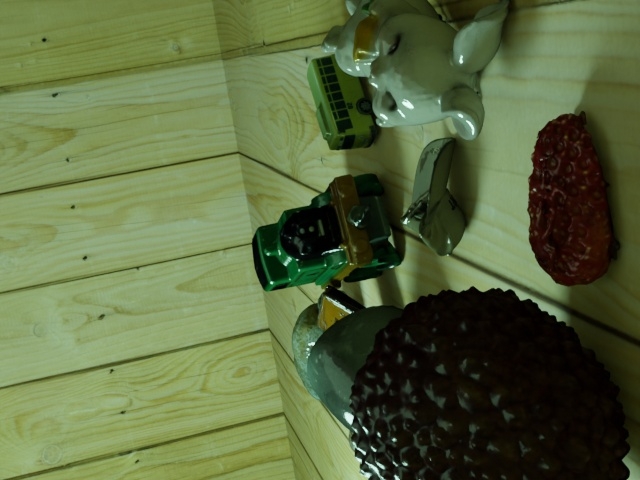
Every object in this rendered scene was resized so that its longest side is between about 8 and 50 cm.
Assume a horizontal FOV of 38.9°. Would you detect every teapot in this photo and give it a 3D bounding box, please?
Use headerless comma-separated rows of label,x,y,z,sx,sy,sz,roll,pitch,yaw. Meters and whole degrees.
teapot,0.154,0.255,1.570,0.223,0.305,0.285,37,-163,-49

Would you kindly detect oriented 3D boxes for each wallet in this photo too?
wallet,0.081,0.180,1.823,0.195,0.042,0.161,32,154,13

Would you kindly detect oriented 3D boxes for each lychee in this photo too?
lychee,0.185,0.205,1.022,0.330,0.306,0.306,14,118,51

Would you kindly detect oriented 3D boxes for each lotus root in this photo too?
lotus root,0.021,0.275,2.133,0.175,0.175,0.349,-116,16,-50

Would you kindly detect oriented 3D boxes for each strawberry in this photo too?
strawberry,0.255,-0.040,0.975,0.121,0.082,0.188,-140,37,-75

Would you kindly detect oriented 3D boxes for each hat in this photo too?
hat,0.184,-0.064,1.334,0.147,0.085,0.175,-105,29,-75

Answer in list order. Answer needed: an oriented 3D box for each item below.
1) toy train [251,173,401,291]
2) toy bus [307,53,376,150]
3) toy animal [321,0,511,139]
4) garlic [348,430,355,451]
toy train,0.000,0.000,1.766,0.429,0.249,0.178,129,129,-75
toy bus,0.039,-0.258,1.704,0.088,0.101,0.175,118,137,-71
toy animal,0.130,-0.248,1.202,0.325,0.154,0.208,22,104,51
garlic,0.111,0.392,1.990,0.147,0.102,0.159,-41,-48,-88
